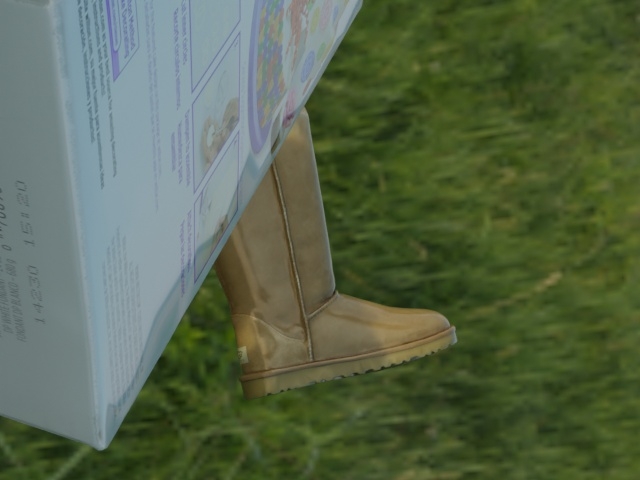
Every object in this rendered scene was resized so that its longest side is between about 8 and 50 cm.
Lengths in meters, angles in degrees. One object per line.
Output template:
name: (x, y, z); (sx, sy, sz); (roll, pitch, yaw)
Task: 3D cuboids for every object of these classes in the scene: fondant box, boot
fondant box: (-0.070, -0.113, 0.722); (0.238, 0.096, 0.330); (93, 19, -46)
boot: (0.000, 0.000, 1.629); (0.089, 0.236, 0.269); (162, -84, -68)
